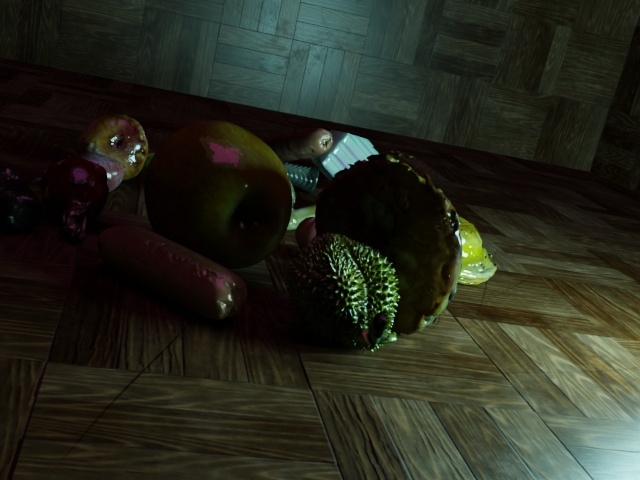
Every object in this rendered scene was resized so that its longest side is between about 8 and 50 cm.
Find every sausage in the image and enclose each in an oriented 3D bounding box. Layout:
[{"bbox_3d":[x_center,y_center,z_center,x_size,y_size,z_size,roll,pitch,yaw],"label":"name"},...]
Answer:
[{"bbox_3d":[-0.235,0.045,1.191,0.289,0.086,0.086,21,18,30],"label":"sausage"},{"bbox_3d":[-0.117,-0.259,2.142,0.088,0.087,0.433,0,-1,-39],"label":"sausage"}]

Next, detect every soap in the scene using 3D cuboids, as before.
[{"bbox_3d":[0.096,-0.202,2.127,0.230,0.145,0.091,45,-10,-35],"label":"soap"}]

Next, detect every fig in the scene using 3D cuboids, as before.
[{"bbox_3d":[-0.511,-0.211,1.801,0.159,0.159,0.257,1,0,-35],"label":"fig"}]

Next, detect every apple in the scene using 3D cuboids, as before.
[{"bbox_3d":[-0.173,-0.074,1.341,0.264,0.264,0.264,12,16,-3],"label":"apple"}]

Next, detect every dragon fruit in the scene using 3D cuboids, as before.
[{"bbox_3d":[-0.453,-0.072,1.407,0.125,0.125,0.246,20,28,-26],"label":"dragon fruit"}]

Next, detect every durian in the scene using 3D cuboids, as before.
[{"bbox_3d":[0.039,0.082,1.170,0.198,0.146,0.159,40,44,4],"label":"durian"}]

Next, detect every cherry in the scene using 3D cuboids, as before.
[{"bbox_3d":[-0.524,-0.140,1.605,0.226,0.090,0.107,-4,33,-21],"label":"cherry"}]

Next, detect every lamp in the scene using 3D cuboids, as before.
[{"bbox_3d":[0.000,0.000,1.511,0.107,0.092,0.107,39,-7,6],"label":"lamp"}]

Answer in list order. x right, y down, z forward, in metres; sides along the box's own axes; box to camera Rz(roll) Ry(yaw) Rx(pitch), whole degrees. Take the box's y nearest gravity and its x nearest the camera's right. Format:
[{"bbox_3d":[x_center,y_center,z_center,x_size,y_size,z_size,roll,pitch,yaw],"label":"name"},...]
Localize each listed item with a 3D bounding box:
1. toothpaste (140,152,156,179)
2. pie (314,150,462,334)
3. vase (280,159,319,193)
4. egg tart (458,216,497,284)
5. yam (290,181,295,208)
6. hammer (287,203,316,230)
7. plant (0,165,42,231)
[{"bbox_3d":[-0.295,-0.131,1.778,0.313,0.071,0.089,26,24,36],"label":"toothpaste"},{"bbox_3d":[0.106,-0.007,1.242,0.308,0.308,0.085,26,34,37],"label":"pie"},{"bbox_3d":[-0.127,-0.190,2.052,0.237,0.115,0.115,15,15,-13],"label":"vase"},{"bbox_3d":[0.251,0.001,1.666,0.295,0.116,0.295,10,15,-3],"label":"egg tart"},{"bbox_3d":[-0.141,-0.125,1.801,0.107,0.107,0.194,4,17,-27],"label":"yam"},{"bbox_3d":[0.021,-0.069,1.762,0.305,0.113,0.202,-14,12,-34],"label":"hammer"},{"bbox_3d":[-0.553,-0.071,1.344,0.092,0.094,0.143,-23,48,-41],"label":"plant"}]
